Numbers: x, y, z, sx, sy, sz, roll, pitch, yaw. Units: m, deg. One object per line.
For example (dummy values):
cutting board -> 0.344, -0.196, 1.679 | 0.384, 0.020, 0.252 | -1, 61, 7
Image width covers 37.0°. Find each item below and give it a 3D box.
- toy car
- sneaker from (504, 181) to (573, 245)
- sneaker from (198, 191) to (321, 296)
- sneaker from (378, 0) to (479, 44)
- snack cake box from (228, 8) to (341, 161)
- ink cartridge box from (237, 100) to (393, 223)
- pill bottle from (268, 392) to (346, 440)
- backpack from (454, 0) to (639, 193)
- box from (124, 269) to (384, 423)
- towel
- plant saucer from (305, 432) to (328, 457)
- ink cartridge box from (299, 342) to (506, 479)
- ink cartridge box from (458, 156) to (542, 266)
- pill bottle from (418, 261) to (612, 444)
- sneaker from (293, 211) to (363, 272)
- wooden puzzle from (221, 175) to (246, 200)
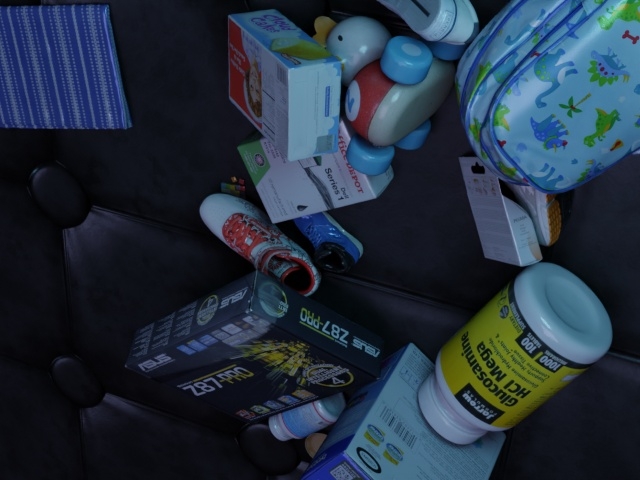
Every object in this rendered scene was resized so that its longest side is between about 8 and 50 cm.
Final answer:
toy car -> 0.070, -0.268, 1.483 | 0.238, 0.210, 0.219 | 37, 136, 18
sneaker -> 0.318, -0.115, 1.515 | 0.121, 0.099, 0.263 | 0, 114, 40
sneaker -> -0.109, 0.006, 1.735 | 0.270, 0.145, 0.090 | 39, 94, -4
sneaker -> 0.147, -0.355, 1.391 | 0.091, 0.258, 0.094 | 18, 124, -34
snack cake box -> -0.063, -0.252, 1.519 | 0.264, 0.089, 0.152 | -131, 34, -50
ink cartridge box -> -0.007, -0.136, 1.649 | 0.219, 0.092, 0.160 | -13, 112, 32
pill bottle -> -0.030, 0.350, 1.944 | 0.160, 0.087, 0.087 | -33, 100, 36
backpack -> 0.347, -0.229, 1.278 | 0.355, 0.273, 0.290 | -26, 130, 30
box -> -0.127, 0.212, 1.804 | 0.318, 0.097, 0.394 | 33, 140, -30
towel -> -0.523, -0.330, 1.830 | 0.335, 0.040, 0.243 | 4, 118, 21
plant saucer -> 0.008, 0.436, 2.020 | 0.083, 0.015, 0.084 | 12, 122, 20
ink cartridge box -> 0.142, 0.407, 1.700 | 0.270, 0.395, 0.151 | 44, 127, -3
ink cartridge box -> 0.287, -0.053, 1.540 | 0.045, 0.145, 0.179 | -16, 98, -12
pill bottle -> 0.317, 0.204, 1.627 | 0.188, 0.188, 0.334 | 39, 127, 1
sneaker -> 0.000, -0.001, 1.728 | 0.152, 0.084, 0.058 | 39, 127, 1
wooden puzzle -> -0.164, -0.084, 1.809 | 0.049, 0.006, 0.083 | 10, 122, 20
